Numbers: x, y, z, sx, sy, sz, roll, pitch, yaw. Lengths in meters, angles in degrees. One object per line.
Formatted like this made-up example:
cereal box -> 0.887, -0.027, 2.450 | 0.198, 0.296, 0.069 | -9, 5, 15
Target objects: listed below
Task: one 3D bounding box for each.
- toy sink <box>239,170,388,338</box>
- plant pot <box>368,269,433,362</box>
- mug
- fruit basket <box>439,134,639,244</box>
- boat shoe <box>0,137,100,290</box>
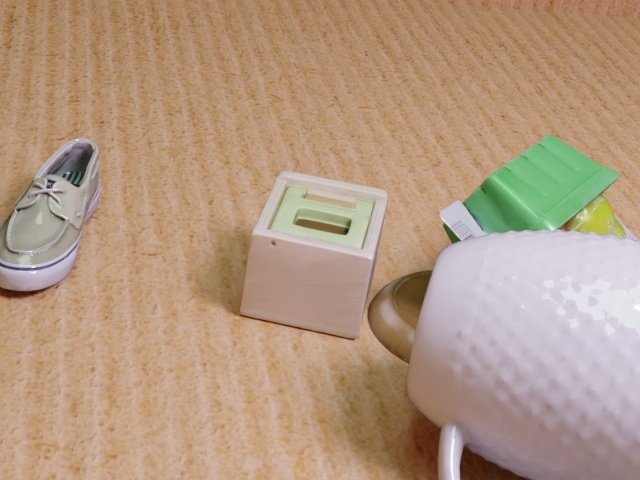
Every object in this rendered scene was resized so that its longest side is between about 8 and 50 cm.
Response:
toy sink -> 0.000, 0.000, 1.580 | 0.153, 0.131, 0.234 | 12, 28, 5
plant pot -> 0.179, 0.098, 1.559 | 0.236, 0.032, 0.236 | 6, 29, -4
mug -> 0.253, 0.164, 1.259 | 0.328, 0.276, 0.374 | 14, 61, 11
fruit basket -> 0.330, 0.051, 1.557 | 0.353, 0.165, 0.327 | 52, 40, 4
boat shoe -> -0.355, -0.040, 1.586 | 0.109, 0.094, 0.302 | 9, 29, -1
